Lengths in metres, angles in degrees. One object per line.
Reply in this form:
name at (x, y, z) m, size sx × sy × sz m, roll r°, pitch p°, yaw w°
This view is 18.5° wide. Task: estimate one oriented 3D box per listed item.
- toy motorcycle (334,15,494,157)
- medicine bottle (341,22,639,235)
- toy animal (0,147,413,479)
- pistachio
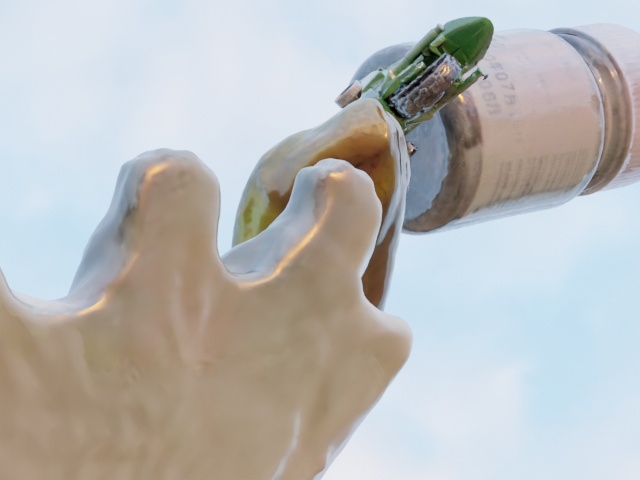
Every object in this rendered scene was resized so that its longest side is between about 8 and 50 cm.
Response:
toy motorcycle at (0.058, -0.105, 1.511) m, size 0.074 × 0.106 × 0.190 m, roll 47°, pitch -37°, yaw -7°
medicine bottle at (0.164, -0.102, 1.699) m, size 0.273 × 0.165 × 0.165 m, roll -12°, pitch -44°, yaw -39°
toy animal at (-0.136, 0.040, 0.785) m, size 0.188 × 0.308 × 0.266 m, roll -21°, pitch -75°, yaw 53°
pistachio at (0.001, -0.002, 1.257) m, size 0.100 × 0.110 × 0.189 m, roll 13°, pitch -79°, yaw 17°
